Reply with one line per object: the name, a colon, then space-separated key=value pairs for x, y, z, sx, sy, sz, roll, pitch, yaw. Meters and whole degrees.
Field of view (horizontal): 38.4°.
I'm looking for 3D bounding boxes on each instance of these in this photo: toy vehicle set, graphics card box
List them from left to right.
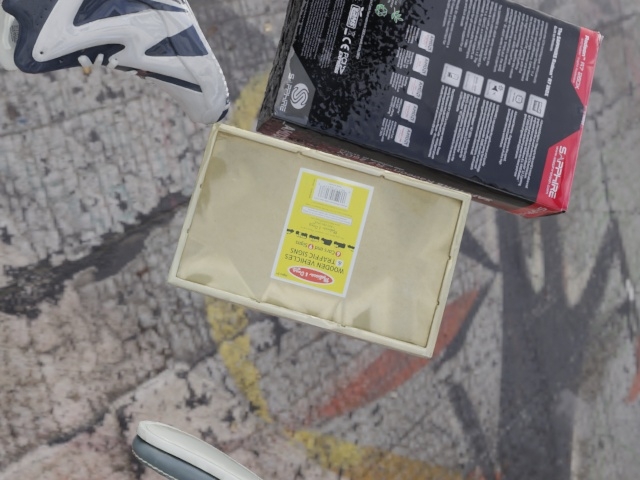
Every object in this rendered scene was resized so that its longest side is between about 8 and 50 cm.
toy vehicle set: x=0.000 y=0.000 z=0.903 sx=0.035 sy=0.266 sz=0.166 roll=112 pitch=-5 yaw=-82
graphics card box: x=0.131 y=-0.186 z=1.077 sx=0.371 sy=0.094 sz=0.233 roll=16 pitch=82 yaw=-16

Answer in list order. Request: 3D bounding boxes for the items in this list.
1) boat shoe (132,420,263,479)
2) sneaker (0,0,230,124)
boat shoe: x=-0.105 y=0.318 z=1.078 sx=0.319 sy=0.116 sz=0.099 roll=40 pitch=82 yaw=-30
sneaker: x=-0.174 y=-0.158 z=0.714 sx=0.094 sy=0.153 sz=0.235 roll=64 pitch=0 yaw=35
